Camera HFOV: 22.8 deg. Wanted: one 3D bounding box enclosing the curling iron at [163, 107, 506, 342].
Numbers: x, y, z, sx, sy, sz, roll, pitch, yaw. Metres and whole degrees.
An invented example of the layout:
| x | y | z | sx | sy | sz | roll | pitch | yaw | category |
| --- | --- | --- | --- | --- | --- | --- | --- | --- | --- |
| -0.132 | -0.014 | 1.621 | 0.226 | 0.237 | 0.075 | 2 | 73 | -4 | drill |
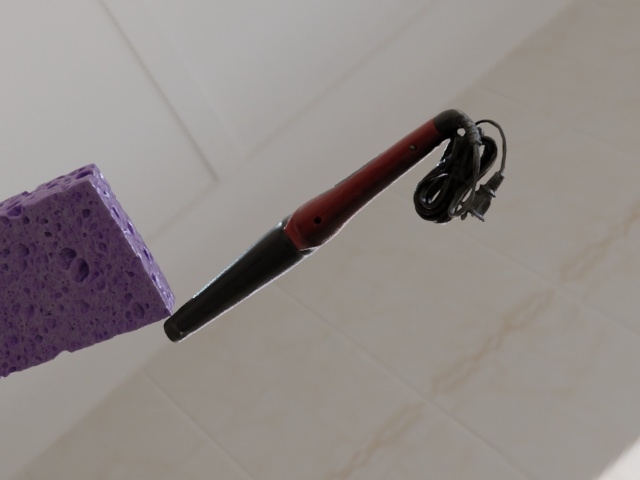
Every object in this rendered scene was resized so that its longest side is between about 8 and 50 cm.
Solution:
| x | y | z | sx | sy | sz | roll | pitch | yaw | category |
| --- | --- | --- | --- | --- | --- | --- | --- | --- | --- |
| 0.000 | 0.000 | 0.997 | 0.274 | 0.068 | 0.035 | -28 | -27 | 28 | curling iron |

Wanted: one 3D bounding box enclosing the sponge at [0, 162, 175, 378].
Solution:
| x | y | z | sx | sy | sz | roll | pitch | yaw | category |
| --- | --- | --- | --- | --- | --- | --- | --- | --- | --- |
| -0.218 | 0.035 | 1.088 | 0.210 | 0.031 | 0.117 | -21 | -63 | 14 | sponge |
